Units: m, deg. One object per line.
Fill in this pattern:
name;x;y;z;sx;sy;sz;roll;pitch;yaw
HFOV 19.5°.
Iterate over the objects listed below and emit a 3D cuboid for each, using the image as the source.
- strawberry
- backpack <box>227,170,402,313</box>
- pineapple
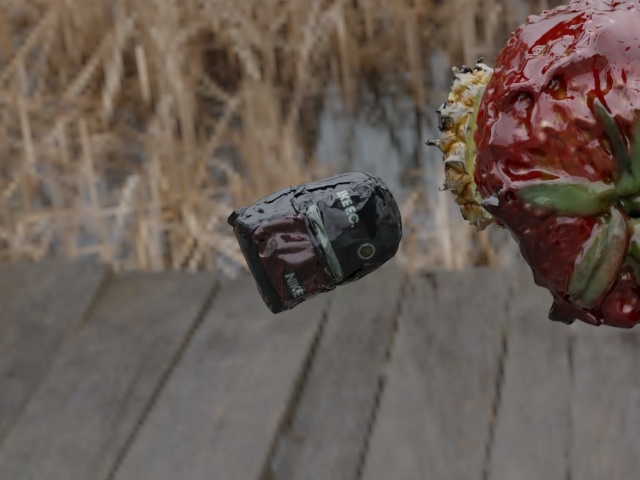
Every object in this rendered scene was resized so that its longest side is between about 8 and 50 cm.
strawberry;0.250;-0.076;1.509;0.261;0.261;0.257;-6;25;2
backpack;0.000;-0.004;1.863;0.165;0.120;0.106;-26;13;7
pineapple;0.196;-0.110;2.142;0.047;0.221;0.221;-2;18;36
